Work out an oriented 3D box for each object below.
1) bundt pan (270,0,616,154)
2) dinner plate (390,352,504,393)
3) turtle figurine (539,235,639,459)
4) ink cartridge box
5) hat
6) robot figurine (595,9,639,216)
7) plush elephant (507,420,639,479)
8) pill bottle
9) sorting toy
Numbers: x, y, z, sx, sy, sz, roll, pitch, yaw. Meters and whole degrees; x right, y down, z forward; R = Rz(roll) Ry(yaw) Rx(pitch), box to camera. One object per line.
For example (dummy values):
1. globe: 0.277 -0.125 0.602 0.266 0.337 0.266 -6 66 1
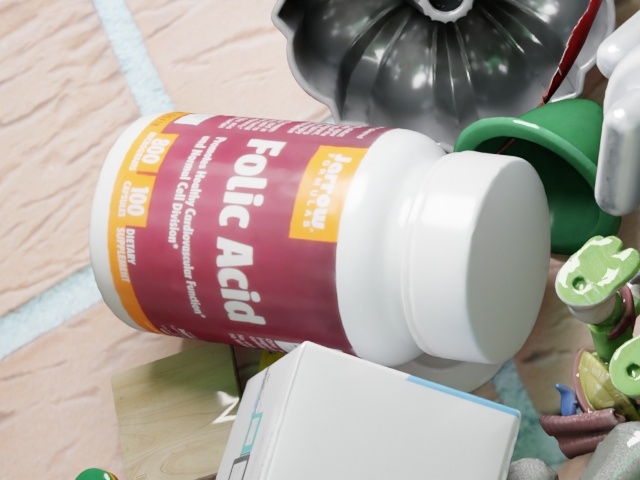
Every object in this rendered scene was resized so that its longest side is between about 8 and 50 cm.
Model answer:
1. bundt pan: 0.116 -0.253 1.829 0.331 0.331 0.124 -27 22 12
2. dinner plate: 0.121 0.082 1.849 0.141 0.017 0.141 -8 68 21
3. turtle figurine: 0.314 0.087 1.630 0.275 0.266 0.198 0 70 19
4. ink cartridge box: 0.023 0.224 1.663 0.198 0.270 0.197 18 76 -8
5. hat: 0.246 -0.114 1.805 0.173 0.208 0.183 37 61 -2
6. robot figurine: 0.389 -0.128 1.665 0.300 0.200 0.353 35 53 28
7. plush elephant: 0.250 0.346 1.572 0.255 0.272 0.330 34 58 -12
8. pill bottle: 0.000 0.000 1.793 0.392 0.224 0.224 6 75 29
9. sorting toy: -0.123 0.179 1.898 0.274 0.046 0.132 -19 66 16
